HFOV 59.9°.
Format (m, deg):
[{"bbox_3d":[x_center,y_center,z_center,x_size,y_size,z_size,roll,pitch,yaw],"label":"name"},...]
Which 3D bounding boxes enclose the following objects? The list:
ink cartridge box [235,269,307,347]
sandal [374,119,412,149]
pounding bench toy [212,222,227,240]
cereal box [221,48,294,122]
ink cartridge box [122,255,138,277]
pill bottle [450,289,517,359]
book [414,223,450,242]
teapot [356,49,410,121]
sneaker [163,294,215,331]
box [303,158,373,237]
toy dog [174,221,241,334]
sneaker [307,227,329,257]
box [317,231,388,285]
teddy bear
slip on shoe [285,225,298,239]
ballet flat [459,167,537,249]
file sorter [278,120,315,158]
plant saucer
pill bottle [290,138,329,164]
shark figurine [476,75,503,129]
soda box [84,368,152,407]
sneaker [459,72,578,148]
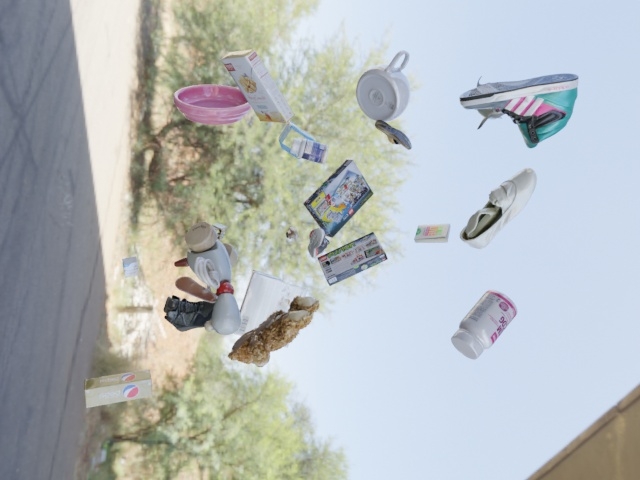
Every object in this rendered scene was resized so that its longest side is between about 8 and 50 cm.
[{"bbox_3d":[-0.210,0.286,2.322,0.060,0.238,0.275,-139,-113,-76],"label":"ink cartridge box"},{"bbox_3d":[0.291,-0.420,2.243,0.049,0.180,0.072,-55,-174,42],"label":"sandal"},{"bbox_3d":[-0.466,-0.034,2.489,0.083,0.052,0.065,-36,147,-69],"label":"pounding bench toy"},{"bbox_3d":[-0.197,-0.480,1.742,0.173,0.047,0.240,19,-30,53],"label":"cereal box"},{"bbox_3d":[-0.670,0.094,1.959,0.083,0.048,0.028,109,-37,-50],"label":"ink cartridge box"},{"bbox_3d":[0.691,0.358,2.359,0.283,0.160,0.160,-44,179,-19],"label":"pill bottle"},{"bbox_3d":[0.493,-0.032,2.445,0.035,0.144,0.096,63,36,-37],"label":"book"},{"bbox_3d":[0.288,-0.638,2.349,0.256,0.187,0.253,-6,-65,48],"label":"teapot"},{"bbox_3d":[-0.434,0.232,1.854,0.227,0.130,0.087,-18,-134,30],"label":"sneaker"},{"bbox_3d":[0.066,-0.146,1.933,0.044,0.233,0.159,18,-31,53],"label":"box"},{"bbox_3d":[-0.307,0.106,1.449,0.220,0.161,0.334,60,9,-27],"label":"toy dog"},{"bbox_3d":[0.000,0.000,1.874,0.061,0.065,0.158,61,-24,20],"label":"sneaker"},{"bbox_3d":[0.102,0.058,1.798,0.114,0.207,0.036,-113,177,-48],"label":"box"},{"bbox_3d":[-0.131,0.294,1.723,0.338,0.113,0.245,-41,-168,8],"label":"teddy bear"},{"bbox_3d":[-0.121,-0.027,2.243,0.135,0.041,0.051,-141,-146,-73],"label":"slip on shoe"},{"bbox_3d":[0.689,-0.121,2.189,0.400,0.139,0.139,-58,-154,33],"label":"ballet flat"},{"bbox_3d":[-0.107,-0.425,2.365,0.104,0.118,0.170,-56,-164,11],"label":"file sorter"},{"bbox_3d":[-0.443,-0.563,2.318,0.332,0.332,0.084,-105,-161,-57],"label":"plant saucer"},{"bbox_3d":[-0.037,-0.300,1.854,0.067,0.120,0.067,-165,-90,-82],"label":"pill bottle"},{"bbox_3d":[0.700,-0.546,2.288,0.166,0.116,0.278,-62,-154,30],"label":"shark figurine"},{"bbox_3d":[-0.579,0.423,1.593,0.058,0.181,0.061,-141,-130,-60],"label":"soda box"},{"bbox_3d":[0.530,-0.334,1.489,0.124,0.295,0.178,-60,142,-56],"label":"sneaker"}]
